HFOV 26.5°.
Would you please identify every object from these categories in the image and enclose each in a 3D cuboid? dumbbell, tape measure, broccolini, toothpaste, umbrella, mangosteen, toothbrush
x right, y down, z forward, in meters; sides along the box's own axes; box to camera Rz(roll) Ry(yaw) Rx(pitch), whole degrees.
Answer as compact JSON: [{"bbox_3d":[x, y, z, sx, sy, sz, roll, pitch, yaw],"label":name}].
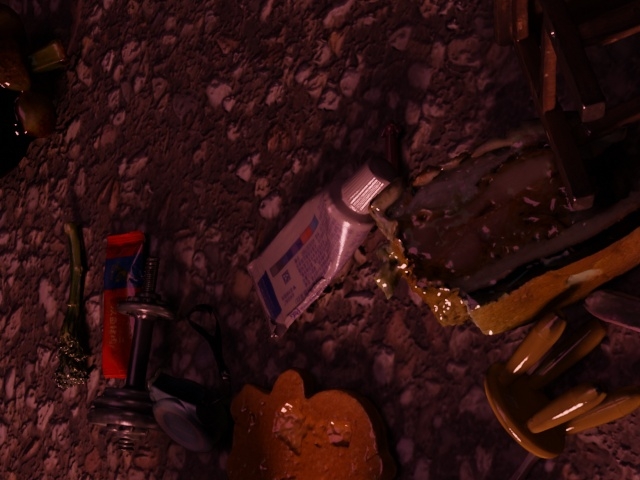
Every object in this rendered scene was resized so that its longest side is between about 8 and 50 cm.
[{"bbox_3d":[-0.234,0.147,1.762,0.110,0.110,0.255,-3,74,42],"label":"dumbbell"},{"bbox_3d":[-0.142,0.174,1.714,0.104,0.107,0.180,8,48,17],"label":"tape measure"},{"bbox_3d":[-0.349,0.088,1.908,0.051,0.054,0.239,-21,66,53],"label":"broccolini"},{"bbox_3d":[0.000,0.001,1.594,0.282,0.068,0.099,-49,23,41],"label":"toothpaste"},{"bbox_3d":[0.083,-0.059,1.556,0.025,0.027,0.165,0,78,-3],"label":"umbrella"},{"bbox_3d":[-0.508,-0.222,1.986,0.302,0.275,0.275,-23,64,3],"label":"mangosteen"},{"bbox_3d":[0.185,0.273,1.416,0.194,0.014,0.017,-56,49,20],"label":"toothbrush"}]

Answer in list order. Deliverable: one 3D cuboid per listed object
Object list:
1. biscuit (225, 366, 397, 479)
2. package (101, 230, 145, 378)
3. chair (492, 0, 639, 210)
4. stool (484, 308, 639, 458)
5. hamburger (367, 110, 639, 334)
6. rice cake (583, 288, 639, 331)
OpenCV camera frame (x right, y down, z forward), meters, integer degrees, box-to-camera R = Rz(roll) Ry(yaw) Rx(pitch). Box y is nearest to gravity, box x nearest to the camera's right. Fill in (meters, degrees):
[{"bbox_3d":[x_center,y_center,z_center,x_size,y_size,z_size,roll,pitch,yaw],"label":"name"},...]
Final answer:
[{"bbox_3d":[-0.012,0.241,1.585,0.248,0.035,0.184,-3,82,41],"label":"biscuit"},{"bbox_3d":[-0.269,0.088,1.851,0.083,0.022,0.201,-6,81,41],"label":"package"},{"bbox_3d":[0.258,-0.277,1.263,0.240,0.203,0.416,-22,63,-1],"label":"chair"},{"bbox_3d":[0.235,0.140,1.331,0.134,0.135,0.110,44,117,-12],"label":"stool"},{"bbox_3d":[0.190,-0.007,1.354,0.288,0.192,0.168,-25,70,1],"label":"hamburger"},{"bbox_3d":[0.344,0.083,1.287,0.206,0.047,0.036,17,79,40],"label":"rice cake"}]
